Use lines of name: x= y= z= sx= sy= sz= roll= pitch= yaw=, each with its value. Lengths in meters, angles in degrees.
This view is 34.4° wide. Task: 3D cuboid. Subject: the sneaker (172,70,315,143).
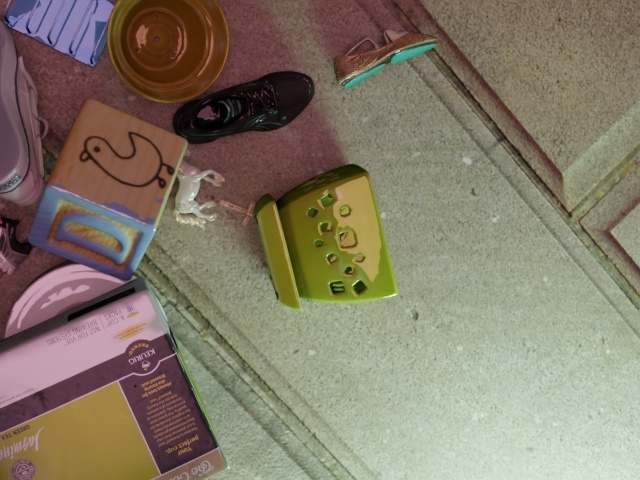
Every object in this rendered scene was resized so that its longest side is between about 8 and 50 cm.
sneaker: x=-0.129 y=-0.234 z=1.848 sx=0.267 sy=0.106 sz=0.101 roll=-22 pitch=97 yaw=-11

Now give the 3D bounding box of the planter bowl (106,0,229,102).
planter bowl: x=-0.275 y=-0.351 z=1.806 sx=0.217 sy=0.090 sz=0.217 roll=-5 pitch=102 yaw=-24

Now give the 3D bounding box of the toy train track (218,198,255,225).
toy train track: x=-0.147 y=-0.056 z=1.902 sx=0.083 sy=0.014 sz=0.048 roll=22 pitch=89 yaw=-12

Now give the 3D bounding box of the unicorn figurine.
unicorn figurine: x=-0.229 y=-0.103 z=1.857 sx=0.111 sy=0.060 sz=0.162 roll=11 pitch=91 yaw=-13

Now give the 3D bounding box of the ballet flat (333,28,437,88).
ballet flat: x=0.116 y=-0.351 z=1.910 sx=0.206 sy=0.073 sz=0.067 roll=-25 pitch=84 yaw=-13

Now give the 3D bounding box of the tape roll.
tape roll: x=-0.407 y=0.175 z=1.822 sx=0.286 sy=0.100 sz=0.286 roll=-1 pitch=93 yaw=-12

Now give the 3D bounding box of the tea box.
tea box: x=-0.366 y=0.274 z=1.673 sx=0.329 sy=0.220 sz=0.323 roll=-23 pitch=97 yaw=-9

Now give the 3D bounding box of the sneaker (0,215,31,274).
sneaker: x=-0.564 y=-0.025 z=1.794 sx=0.075 sy=0.063 sz=0.170 roll=-37 pitch=105 yaw=-7

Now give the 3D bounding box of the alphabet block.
alphabet block: x=-0.355 y=-0.082 z=1.730 sx=0.192 sy=0.193 sz=0.197 roll=23 pitch=53 yaw=-14

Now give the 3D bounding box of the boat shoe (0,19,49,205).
boat shoe: x=-0.524 y=-0.213 z=1.735 sx=0.136 sy=0.156 sz=0.367 roll=-26 pitch=62 yaw=5

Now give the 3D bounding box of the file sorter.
file sorter: x=-0.442 y=-0.390 z=1.771 sx=0.170 sy=0.104 sz=0.118 roll=25 pitch=89 yaw=-13

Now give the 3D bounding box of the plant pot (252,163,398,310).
plant pot: x=0.000 y=0.000 z=1.835 sx=0.207 sy=0.228 sz=0.227 roll=-14 pitch=98 yaw=-5
